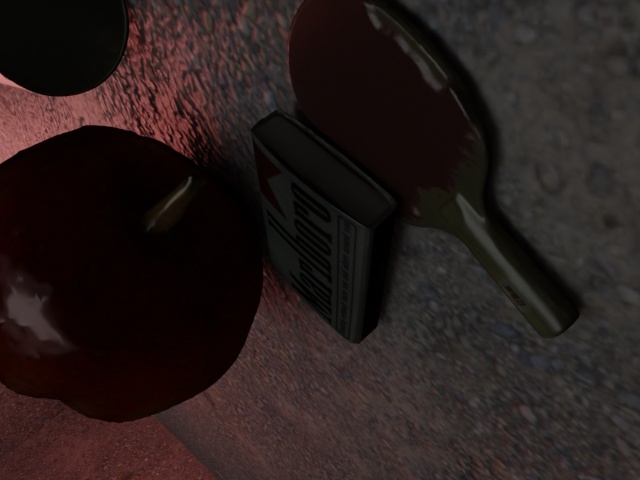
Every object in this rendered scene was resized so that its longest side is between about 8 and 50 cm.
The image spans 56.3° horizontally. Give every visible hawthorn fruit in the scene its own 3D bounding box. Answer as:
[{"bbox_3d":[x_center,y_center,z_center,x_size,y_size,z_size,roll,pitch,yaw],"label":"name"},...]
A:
[{"bbox_3d":[-0.182,0.017,0.553,0.287,0.287,0.330,53,138,-4],"label":"hawthorn fruit"}]

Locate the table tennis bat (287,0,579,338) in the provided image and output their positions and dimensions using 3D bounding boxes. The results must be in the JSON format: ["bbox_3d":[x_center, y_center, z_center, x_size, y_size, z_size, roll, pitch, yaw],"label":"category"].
[{"bbox_3d":[0.060,-0.041,0.342,0.234,0.022,0.131,50,154,5],"label":"table tennis bat"}]

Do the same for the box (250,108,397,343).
[{"bbox_3d":[0.000,0.000,0.452,0.115,0.036,0.177,42,157,24],"label":"box"}]

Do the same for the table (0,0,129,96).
[{"bbox_3d":[-0.283,-0.206,0.545,0.220,0.126,0.126,23,143,43],"label":"table"}]
